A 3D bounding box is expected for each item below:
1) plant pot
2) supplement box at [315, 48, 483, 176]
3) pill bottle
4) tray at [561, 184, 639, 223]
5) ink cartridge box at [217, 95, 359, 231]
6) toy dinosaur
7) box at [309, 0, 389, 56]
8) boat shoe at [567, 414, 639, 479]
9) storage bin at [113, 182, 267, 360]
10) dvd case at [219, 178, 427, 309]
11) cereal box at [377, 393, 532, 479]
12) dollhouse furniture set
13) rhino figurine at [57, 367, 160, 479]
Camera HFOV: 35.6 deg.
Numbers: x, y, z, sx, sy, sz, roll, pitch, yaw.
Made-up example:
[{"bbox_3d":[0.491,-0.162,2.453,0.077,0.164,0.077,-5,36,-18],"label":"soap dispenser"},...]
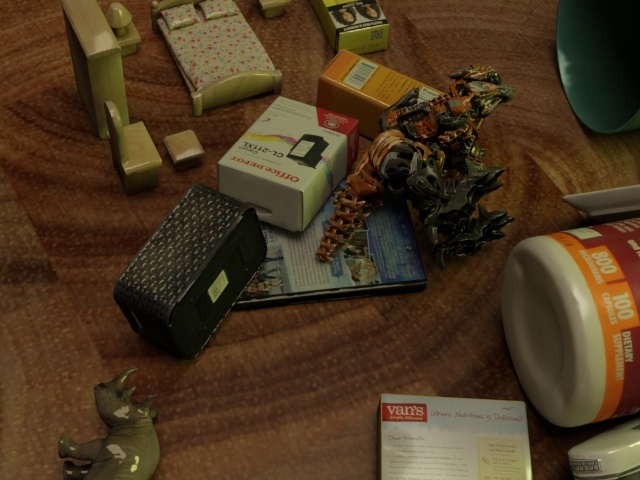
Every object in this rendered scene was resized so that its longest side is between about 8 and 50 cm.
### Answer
[{"bbox_3d":[0.508,-0.302,1.415,0.235,0.293,0.293,-4,55,-14],"label":"plant pot"},{"bbox_3d":[0.111,-0.183,1.419,0.233,0.078,0.080,28,54,14],"label":"supplement box"},{"bbox_3d":[0.434,0.074,1.170,0.392,0.224,0.224,-10,56,-11],"label":"pill bottle"},{"bbox_3d":[0.457,-0.053,1.255,0.270,0.145,0.030,-9,79,32],"label":"tray"},{"bbox_3d":[-0.041,-0.105,1.328,0.128,0.072,0.175,19,45,17],"label":"ink cartridge box"},{"bbox_3d":[0.134,-0.085,1.294,0.322,0.164,0.218,-52,60,14],"label":"toy dinosaur"},{"bbox_3d":[0.028,-0.391,1.569,0.087,0.058,0.232,-13,57,-12],"label":"box"},{"bbox_3d":[0.417,0.245,1.132,0.301,0.108,0.102,-14,89,-28],"label":"boat shoe"},{"bbox_3d":[-0.152,0.037,1.198,0.084,0.122,0.180,24,64,21],"label":"storage bin"},{"bbox_3d":[0.000,0.000,1.314,0.253,0.022,0.180,-5,56,-8],"label":"dvd case"},{"bbox_3d":[0.149,0.289,1.105,0.173,0.047,0.240,4,54,-2],"label":"cereal box"},{"bbox_3d":[-0.160,-0.270,1.401,0.356,0.173,0.303,-19,59,-17],"label":"dollhouse furniture set"},{"bbox_3d":[-0.232,0.247,1.091,0.106,0.073,0.243,6,53,5],"label":"rhino figurine"}]
